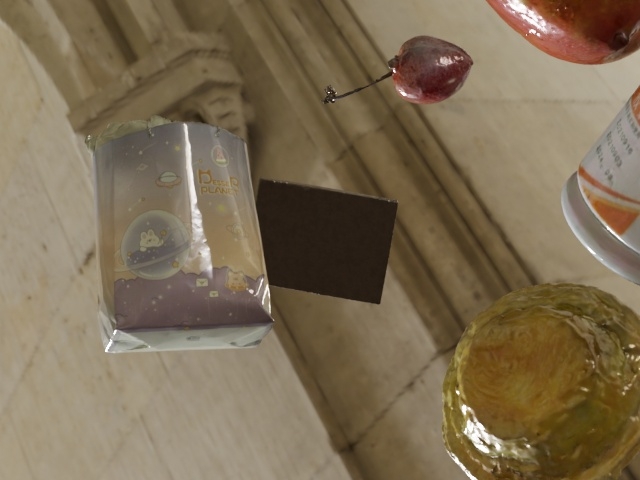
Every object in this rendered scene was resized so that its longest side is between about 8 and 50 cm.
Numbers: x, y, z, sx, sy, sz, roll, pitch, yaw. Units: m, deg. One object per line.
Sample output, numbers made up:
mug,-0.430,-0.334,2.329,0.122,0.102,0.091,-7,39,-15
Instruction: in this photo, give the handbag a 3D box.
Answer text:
handbag,-0.100,-0.010,0.765,0.117,0.173,0.095,0,-25,-21

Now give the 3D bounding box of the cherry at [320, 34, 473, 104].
cherry,0.113,-0.247,1.609,0.225,0.107,0.090,-2,-27,16

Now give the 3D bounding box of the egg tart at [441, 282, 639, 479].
egg tart,0.286,0.189,1.443,0.319,0.319,0.128,-37,-35,13

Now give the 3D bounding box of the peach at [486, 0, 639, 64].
peach,0.413,-0.454,1.783,0.290,0.373,0.372,-44,-30,12

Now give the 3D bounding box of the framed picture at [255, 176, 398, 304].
framed picture,0.000,0.000,1.318,0.168,0.128,0.023,10,10,2

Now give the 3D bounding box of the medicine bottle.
medicine bottle,0.440,-0.112,1.246,0.202,0.202,0.316,-5,-40,-40
